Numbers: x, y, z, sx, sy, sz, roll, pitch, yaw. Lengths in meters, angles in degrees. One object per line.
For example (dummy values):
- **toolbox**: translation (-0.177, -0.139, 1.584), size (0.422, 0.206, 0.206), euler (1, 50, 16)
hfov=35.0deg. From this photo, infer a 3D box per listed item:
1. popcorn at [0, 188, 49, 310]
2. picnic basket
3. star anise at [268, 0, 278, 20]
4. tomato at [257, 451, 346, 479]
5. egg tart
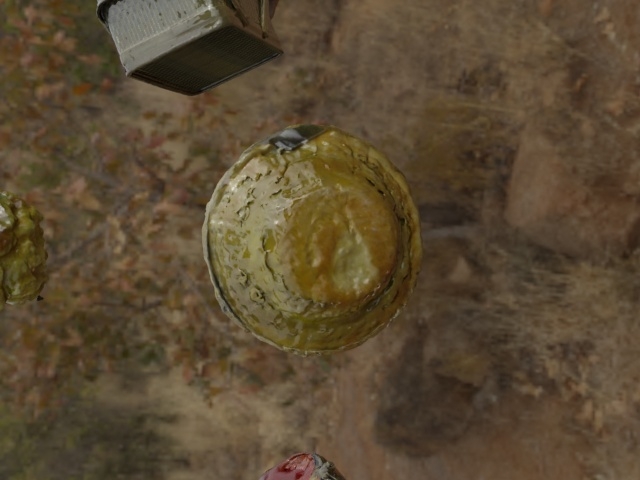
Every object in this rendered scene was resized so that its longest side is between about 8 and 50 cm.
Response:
- **popcorn**: translation (-0.523, 0.018, 1.571), size (0.218, 0.189, 0.169), euler (-106, 7, -46)
- **picnic basket**: translation (-0.172, -0.299, 1.354), size (0.139, 0.165, 0.267), euler (68, -166, 5)
- **star anise**: translation (-0.177, -0.370, 1.642), size (0.229, 0.237, 0.093), euler (-106, 9, -65)
- **tomato**: translation (-0.011, 0.244, 0.791), size (0.139, 0.091, 0.159), euler (-49, 20, -2)
- **egg tart**: translation (0.000, 0.000, 1.878), size (0.178, 0.443, 0.442), euler (171, 103, -73)
